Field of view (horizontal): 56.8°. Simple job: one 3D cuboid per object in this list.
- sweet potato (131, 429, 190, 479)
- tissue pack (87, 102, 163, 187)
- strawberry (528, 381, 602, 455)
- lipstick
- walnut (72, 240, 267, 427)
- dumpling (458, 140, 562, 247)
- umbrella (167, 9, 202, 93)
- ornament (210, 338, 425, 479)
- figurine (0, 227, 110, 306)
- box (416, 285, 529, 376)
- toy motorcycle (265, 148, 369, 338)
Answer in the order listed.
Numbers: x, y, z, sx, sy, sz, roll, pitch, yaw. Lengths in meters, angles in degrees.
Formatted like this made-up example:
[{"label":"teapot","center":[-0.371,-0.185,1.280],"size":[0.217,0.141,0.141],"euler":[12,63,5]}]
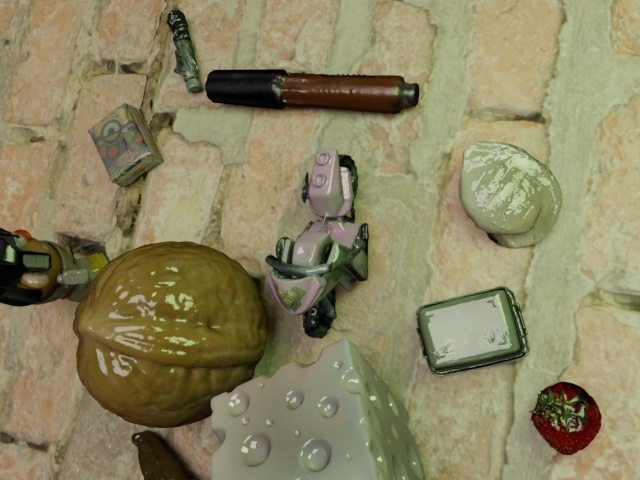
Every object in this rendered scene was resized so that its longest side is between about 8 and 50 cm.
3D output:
[{"label":"sweet potato","center":[-0.277,0.471,1.065],"size":[0.112,0.085,0.286],"euler":[-37,70,14]},{"label":"tissue pack","center":[-0.413,-0.202,1.254],"size":[0.108,0.060,0.148],"euler":[-34,70,12]},{"label":"strawberry","center":[0.365,0.265,0.880],"size":[0.106,0.106,0.106],"euler":[-4,79,19]},{"label":"lipstick","center":[-0.023,-0.284,1.124],"size":[0.418,0.077,0.077],"euler":[7,82,19]},{"label":"walnut","center":[-0.247,0.152,0.985],"size":[0.332,0.333,0.333],"euler":[-4,79,19]},{"label":"dumpling","center":[0.304,-0.078,0.959],"size":[0.150,0.092,0.177],"euler":[-19,75,18]},{"label":"umbrella","center":[-0.290,-0.398,1.258],"size":[0.050,0.046,0.188],"euler":[-22,77,25]},{"label":"ornament","center":[0.005,0.337,0.865],"size":[0.239,0.239,0.240],"euler":[-26,41,13]},{"label":"figurine","center":[-0.557,0.056,1.140],"size":[0.308,0.308,0.143],"euler":[-9,82,18]},{"label":"box","center":[0.236,0.143,0.941],"size":[0.172,0.093,0.124],"euler":[-17,74,16]},{"label":"toy motorcycle","center":[0.000,0.000,1.001],"size":[0.143,0.188,0.327],"euler":[6,82,27]}]
